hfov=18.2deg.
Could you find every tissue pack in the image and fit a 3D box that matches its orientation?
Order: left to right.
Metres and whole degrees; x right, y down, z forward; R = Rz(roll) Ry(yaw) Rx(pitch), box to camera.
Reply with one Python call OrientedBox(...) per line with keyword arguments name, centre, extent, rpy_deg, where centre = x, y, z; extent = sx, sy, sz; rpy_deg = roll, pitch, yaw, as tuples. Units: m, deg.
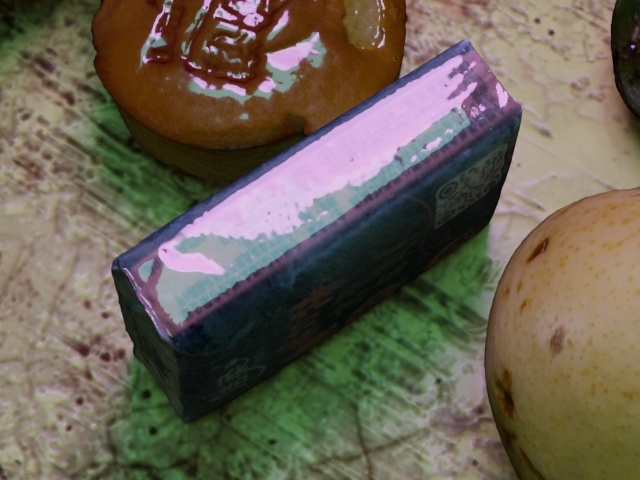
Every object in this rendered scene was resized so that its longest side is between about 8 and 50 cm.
OrientedBox(name="tissue pack", centre=(0.000, 0.000, 1.517), extent=(0.316, 0.228, 0.103), rpy_deg=(-33, 73, -13))

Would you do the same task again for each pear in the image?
OrientedBox(name="pear", centre=(0.270, 0.097, 1.454), extent=(0.309, 0.309, 0.309), rpy_deg=(0, 68, -1))

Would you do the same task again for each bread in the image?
OrientedBox(name="bread", centre=(-0.058, -0.174, 1.628), extent=(0.270, 0.148, 0.270), rpy_deg=(1, 67, -1))

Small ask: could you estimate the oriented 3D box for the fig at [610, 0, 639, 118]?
OrientedBox(name="fig", centre=(0.371, -0.170, 1.654), extent=(0.235, 0.203, 0.203), rpy_deg=(4, 61, -43))
